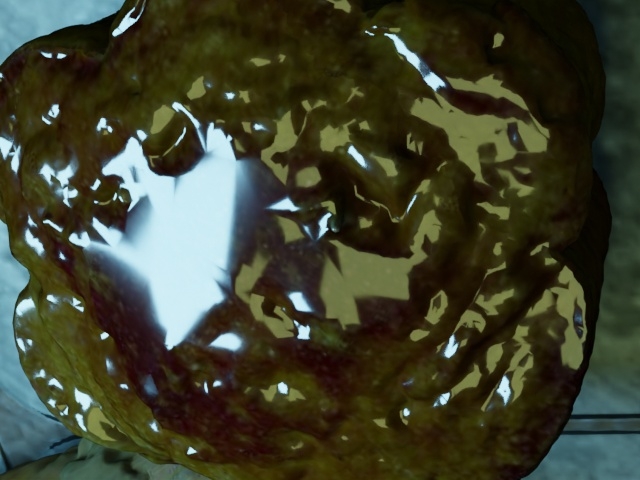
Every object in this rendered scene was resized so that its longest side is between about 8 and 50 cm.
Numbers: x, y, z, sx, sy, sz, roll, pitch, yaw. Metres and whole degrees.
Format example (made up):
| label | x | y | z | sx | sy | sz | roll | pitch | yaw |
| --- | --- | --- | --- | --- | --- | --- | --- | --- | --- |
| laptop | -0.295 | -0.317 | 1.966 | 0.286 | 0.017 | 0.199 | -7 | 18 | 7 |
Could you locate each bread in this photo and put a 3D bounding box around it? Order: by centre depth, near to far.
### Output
| label | x | y | z | sx | sy | sz | roll | pitch | yaw |
| --- | --- | --- | --- | --- | --- | --- | --- | --- | --- |
| bread | -0.008 | -0.011 | 0.677 | 0.232 | 0.135 | 0.247 | 31 | 127 | 4 |

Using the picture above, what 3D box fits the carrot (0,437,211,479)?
| label | x | y | z | sx | sy | sz | roll | pitch | yaw |
| --- | --- | --- | --- | --- | --- | --- | --- | --- | --- |
| carrot | -0.100 | 0.129 | 0.830 | 0.263 | 0.102 | 0.102 | -29 | 105 | 31 |
